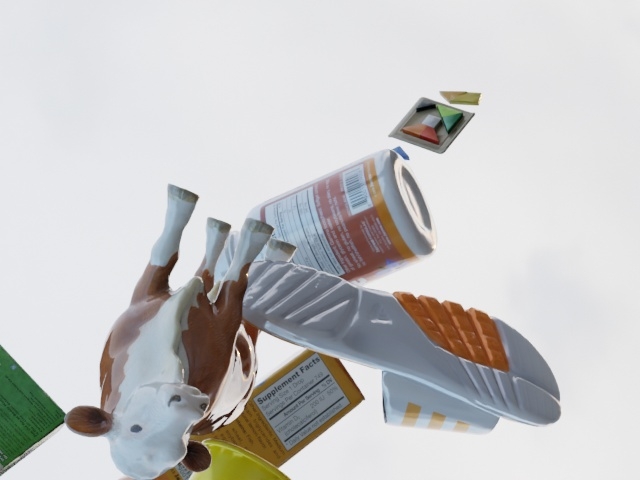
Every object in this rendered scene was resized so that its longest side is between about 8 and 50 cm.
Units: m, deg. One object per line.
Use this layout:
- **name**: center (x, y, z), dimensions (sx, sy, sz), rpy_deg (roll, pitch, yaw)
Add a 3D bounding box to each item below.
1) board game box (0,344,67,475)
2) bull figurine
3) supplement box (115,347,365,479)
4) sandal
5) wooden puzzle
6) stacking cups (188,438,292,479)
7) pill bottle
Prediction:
- **board game box**: center (-0.336, 0.087, 1.453), dimensions (0.259, 0.030, 0.136), rpy_deg (46, -144, 5)
- **bull figurine**: center (-0.092, 0.070, 1.255), dimensions (0.310, 0.101, 0.188), rpy_deg (82, -151, -85)
- **supplement box**: center (-0.073, 0.184, 1.628), dimensions (0.233, 0.078, 0.080), rpy_deg (-32, -89, -30)
- **sandal**: center (0.048, 0.087, 1.322), dimensions (0.102, 0.265, 0.076), rpy_deg (-84, 16, -54)
- **wooden puzzle**: center (0.116, -0.123, 1.867), dimensions (0.116, 0.079, 0.014), rpy_deg (-57, -33, -35)
- **stacking cups**: center (-0.124, 0.303, 1.314), dimensions (0.316, 0.096, 0.096), rpy_deg (-60, -41, -20)
- **pill bottle**: center (0.000, 0.000, 1.823), dimensions (0.121, 0.216, 0.121), rpy_deg (56, -160, -32)
